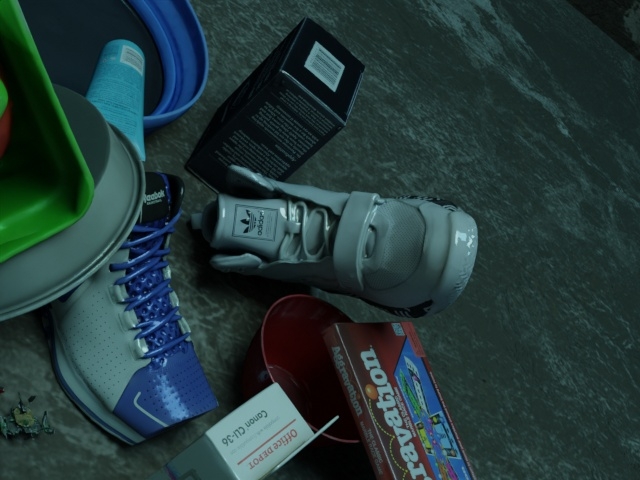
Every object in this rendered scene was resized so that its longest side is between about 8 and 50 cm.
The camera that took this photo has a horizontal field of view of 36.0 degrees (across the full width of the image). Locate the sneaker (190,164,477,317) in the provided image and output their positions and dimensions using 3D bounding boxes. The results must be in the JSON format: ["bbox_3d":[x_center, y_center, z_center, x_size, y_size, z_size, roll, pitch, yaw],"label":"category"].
[{"bbox_3d":[0.000,0.000,1.116,0.210,0.366,0.137,12,87,-31],"label":"sneaker"}]

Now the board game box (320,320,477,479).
[{"bbox_3d":[0.102,0.220,1.083,0.145,0.027,0.281,3,58,-48],"label":"board game box"}]

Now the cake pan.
[{"bbox_3d":[-0.306,-0.048,0.875,0.293,0.054,0.293,-2,46,3],"label":"cake pan"}]

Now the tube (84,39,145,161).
[{"bbox_3d":[-0.220,-0.149,1.051,0.080,0.052,0.207,9,34,-12],"label":"tube"}]

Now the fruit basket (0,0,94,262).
[{"bbox_3d":[-0.334,-0.032,0.631,0.392,0.392,0.283,-82,164,-47],"label":"fruit basket"}]

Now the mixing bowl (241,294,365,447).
[{"bbox_3d":[-0.022,0.162,1.106,0.181,0.098,0.181,29,40,-28],"label":"mixing bowl"}]

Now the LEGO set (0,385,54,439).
[{"bbox_3d":[-0.283,0.159,0.898,0.083,0.023,0.054,40,32,10],"label":"LEGO set"}]

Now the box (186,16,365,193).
[{"bbox_3d":[-0.057,-0.160,1.273,0.108,0.207,0.153,38,38,-16],"label":"box"}]

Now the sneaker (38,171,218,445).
[{"bbox_3d":[-0.196,0.032,0.966,0.127,0.182,0.315,-21,74,-52],"label":"sneaker"}]

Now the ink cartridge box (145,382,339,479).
[{"bbox_3d":[-0.086,0.203,0.911,0.067,0.198,0.115,53,35,5],"label":"ink cartridge box"}]

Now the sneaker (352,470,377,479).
[{"bbox_3d":[0.135,0.363,1.102,0.145,0.090,0.270,-20,77,-54],"label":"sneaker"}]

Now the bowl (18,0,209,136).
[{"bbox_3d":[-0.320,-0.284,1.216,0.391,0.077,0.391,28,40,-28],"label":"bowl"}]
